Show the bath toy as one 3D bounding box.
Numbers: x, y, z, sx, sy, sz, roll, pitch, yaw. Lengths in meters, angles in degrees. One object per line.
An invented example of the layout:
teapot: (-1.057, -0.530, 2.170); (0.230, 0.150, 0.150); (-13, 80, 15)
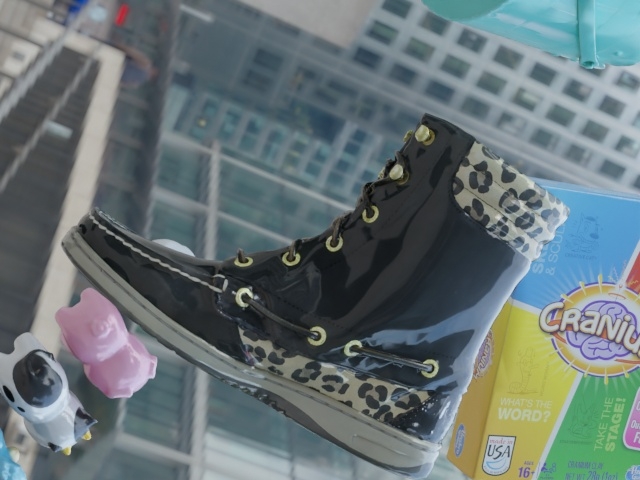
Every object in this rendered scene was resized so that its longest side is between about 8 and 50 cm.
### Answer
bath toy: (-0.264, 0.146, 1.516); (0.348, 0.129, 0.151); (-41, 154, -17)

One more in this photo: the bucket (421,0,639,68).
bucket: (0.211, -0.300, 1.127); (0.281, 0.183, 0.281); (-8, -99, 58)

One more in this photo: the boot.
boot: (0.001, 0.000, 0.688); (0.178, 0.236, 0.085); (-58, -174, 3)

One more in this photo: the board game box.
board game box: (0.283, 0.102, 1.351); (0.064, 0.242, 0.316); (-147, -115, -66)
